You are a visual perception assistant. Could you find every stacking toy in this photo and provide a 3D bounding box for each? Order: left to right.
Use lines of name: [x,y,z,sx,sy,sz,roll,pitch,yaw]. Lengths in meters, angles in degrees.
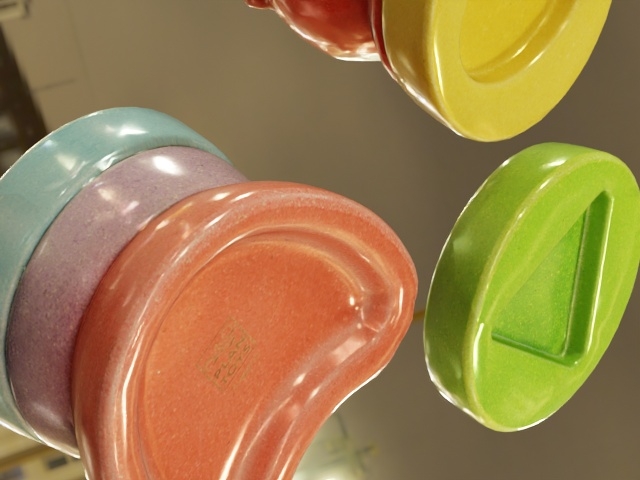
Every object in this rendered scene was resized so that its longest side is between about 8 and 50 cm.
stacking toy: [0.000,0.000,0.656,0.130,0.309,0.279,25,-25,36]
